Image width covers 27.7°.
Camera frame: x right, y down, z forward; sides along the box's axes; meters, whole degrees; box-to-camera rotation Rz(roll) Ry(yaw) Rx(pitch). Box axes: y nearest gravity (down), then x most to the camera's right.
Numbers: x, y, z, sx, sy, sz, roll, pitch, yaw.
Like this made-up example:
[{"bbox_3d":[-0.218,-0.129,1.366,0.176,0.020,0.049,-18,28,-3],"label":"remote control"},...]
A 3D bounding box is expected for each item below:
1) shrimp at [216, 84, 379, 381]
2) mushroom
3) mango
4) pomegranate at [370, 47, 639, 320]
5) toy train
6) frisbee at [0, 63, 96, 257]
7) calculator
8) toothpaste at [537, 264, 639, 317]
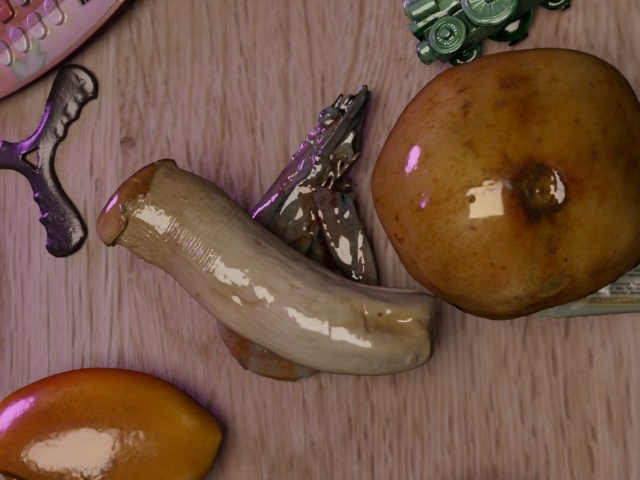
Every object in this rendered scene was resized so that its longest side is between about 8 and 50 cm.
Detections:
[{"bbox_3d":[0.000,0.000,1.298,0.164,0.062,0.317,28,103,13],"label":"shrimp"},{"bbox_3d":[-0.052,0.035,1.242,0.351,0.095,0.123,27,90,10],"label":"mushroom"},{"bbox_3d":[-0.225,0.209,1.337,0.252,0.126,0.154,-3,69,10],"label":"mango"},{"bbox_3d":[0.175,-0.053,1.146,0.260,0.260,0.260,0,90,19],"label":"pomegranate"},{"bbox_3d":[0.159,-0.241,1.240,0.178,0.071,0.105,-31,72,15],"label":"toy train"},{"bbox_3d":[-0.332,-0.087,1.433,0.187,0.012,0.211,1,91,19],"label":"frisbee"},{"bbox_3d":[-0.326,-0.287,1.418,0.329,0.048,0.220,-32,81,18],"label":"calculator"},{"bbox_3d":[0.321,0.038,1.200,0.255,0.037,0.067,-2,95,22],"label":"toothpaste"}]
